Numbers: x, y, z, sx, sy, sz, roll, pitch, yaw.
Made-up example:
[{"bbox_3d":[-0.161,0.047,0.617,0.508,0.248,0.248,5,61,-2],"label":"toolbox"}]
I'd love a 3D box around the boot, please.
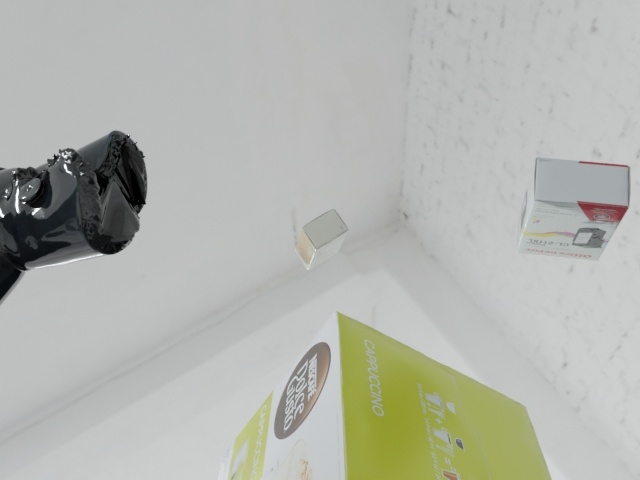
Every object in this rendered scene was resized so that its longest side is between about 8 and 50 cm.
[{"bbox_3d":[-0.275,0.011,0.639,0.207,0.247,0.094,-9,-42,29],"label":"boot"}]

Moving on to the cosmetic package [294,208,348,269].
[{"bbox_3d":[0.000,0.000,1.051,0.060,0.041,0.115,-31,-12,-17],"label":"cosmetic package"}]

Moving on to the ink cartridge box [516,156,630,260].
[{"bbox_3d":[0.364,-0.041,1.031,0.127,0.072,0.175,6,-25,10],"label":"ink cartridge box"}]

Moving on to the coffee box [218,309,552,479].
[{"bbox_3d":[0.075,0.362,0.905,0.338,0.338,0.334,29,-64,-15],"label":"coffee box"}]
